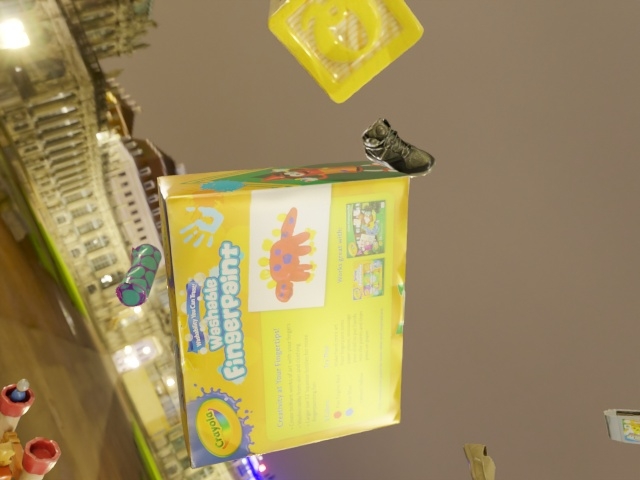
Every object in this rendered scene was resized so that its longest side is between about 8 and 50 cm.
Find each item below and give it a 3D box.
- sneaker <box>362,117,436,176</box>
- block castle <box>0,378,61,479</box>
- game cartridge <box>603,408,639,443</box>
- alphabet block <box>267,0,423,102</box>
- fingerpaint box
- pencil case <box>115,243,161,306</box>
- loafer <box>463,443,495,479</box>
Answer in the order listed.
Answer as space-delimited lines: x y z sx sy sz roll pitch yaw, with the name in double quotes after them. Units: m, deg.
0.202 -0.251 1.596 0.227 0.087 0.130 31 -13 33 "sneaker"
-0.888 0.483 1.397 0.303 0.453 0.213 39 -73 38 "block castle"
0.442 0.259 0.818 0.083 0.017 0.056 -7 -57 30 "game cartridge"
0.037 -0.391 1.020 0.192 0.193 0.197 41 23 -27 "alphabet block"
-0.059 0.108 0.977 0.163 0.370 0.445 -138 -137 -64 "fingerpaint box"
-0.391 0.072 1.269 0.152 0.070 0.065 -90 -166 -56 "pencil case"
0.326 0.460 1.180 0.148 0.050 0.056 -99 163 -61 "loafer"
